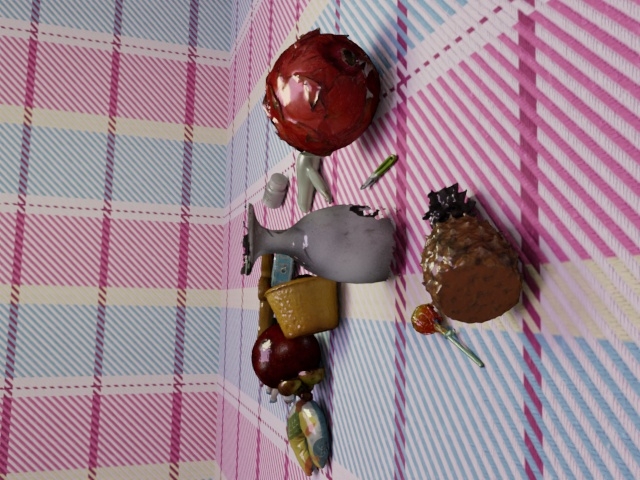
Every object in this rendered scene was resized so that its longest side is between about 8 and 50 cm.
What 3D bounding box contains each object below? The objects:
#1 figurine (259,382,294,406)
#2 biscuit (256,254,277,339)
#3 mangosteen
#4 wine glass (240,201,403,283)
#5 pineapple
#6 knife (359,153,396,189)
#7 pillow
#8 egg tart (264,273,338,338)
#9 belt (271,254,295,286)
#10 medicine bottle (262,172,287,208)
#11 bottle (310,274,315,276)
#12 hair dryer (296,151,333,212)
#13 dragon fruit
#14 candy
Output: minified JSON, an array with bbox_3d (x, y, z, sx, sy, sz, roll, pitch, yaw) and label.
[{"bbox_3d":[-0.152,0.487,2.084,0.205,0.103,0.260,-108,28,-47],"label":"figurine"},{"bbox_3d":[-0.192,0.208,2.249,0.283,0.064,0.432,81,-168,-85],"label":"biscuit"},{"bbox_3d":[-0.085,0.367,1.773,0.257,0.215,0.215,49,136,36],"label":"mangosteen"},{"bbox_3d":[-0.003,0.005,1.351,0.190,0.357,0.190,180,90,-84],"label":"wine glass"},{"bbox_3d":[0.233,-0.003,0.982,0.278,0.158,0.158,-90,15,-49],"label":"pineapple"},{"bbox_3d":[0.140,-0.164,1.449,0.022,0.026,0.184,50,152,1],"label":"knife"},{"bbox_3d":[-0.033,0.578,1.770,0.233,0.086,0.214,-54,48,54],"label":"pillow"},{"bbox_3d":[-0.045,0.181,1.676,0.215,0.215,0.171,140,119,-66],"label":"egg tart"},{"bbox_3d":[-0.129,0.091,2.113,0.163,0.082,0.147,105,169,-57],"label":"belt"},{"bbox_3d":[-0.173,-0.191,2.293,0.130,0.080,0.080,113,153,-44],"label":"medicine bottle"},{"bbox_3d":[-0.040,0.130,1.921,0.083,0.030,0.030,142,128,-65],"label":"bottle"},{"bbox_3d":[-0.014,-0.150,1.872,0.237,0.075,0.206,-130,38,-53],"label":"hair dryer"},{"bbox_3d":[0.001,-0.366,1.491,0.301,0.295,0.295,133,137,-58],"label":"dragon fruit"},{"bbox_3d":[0.233,0.177,1.092,0.201,0.060,0.060,40,125,57],"label":"candy"}]
